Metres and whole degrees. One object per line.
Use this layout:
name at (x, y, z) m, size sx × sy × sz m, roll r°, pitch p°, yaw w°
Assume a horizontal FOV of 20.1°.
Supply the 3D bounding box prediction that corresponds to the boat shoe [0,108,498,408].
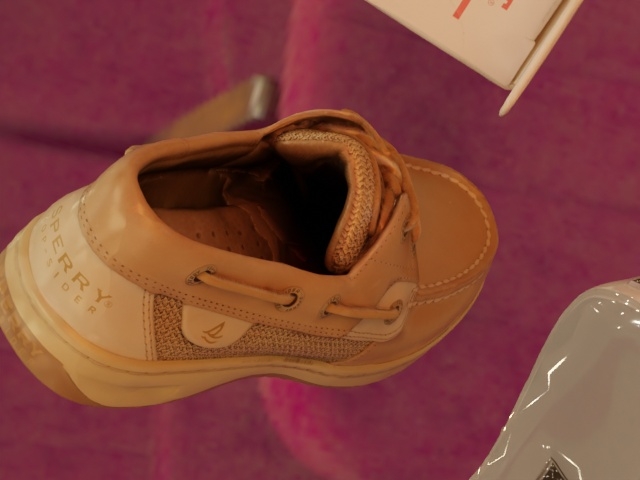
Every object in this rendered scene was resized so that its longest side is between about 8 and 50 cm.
boat shoe at (0.000, 0.000, 0.870) m, size 0.110 × 0.341 × 0.122 m, roll -44°, pitch 72°, yaw 32°

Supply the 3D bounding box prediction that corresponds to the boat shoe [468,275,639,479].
boat shoe at (0.115, 0.116, 0.762) m, size 0.113 × 0.105 × 0.306 m, roll 55°, pitch 141°, yaw 33°

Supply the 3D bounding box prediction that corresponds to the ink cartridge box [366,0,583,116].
ink cartridge box at (0.114, -0.209, 0.916) m, size 0.207 × 0.119 × 0.353 m, roll -58°, pitch 0°, yaw 21°
